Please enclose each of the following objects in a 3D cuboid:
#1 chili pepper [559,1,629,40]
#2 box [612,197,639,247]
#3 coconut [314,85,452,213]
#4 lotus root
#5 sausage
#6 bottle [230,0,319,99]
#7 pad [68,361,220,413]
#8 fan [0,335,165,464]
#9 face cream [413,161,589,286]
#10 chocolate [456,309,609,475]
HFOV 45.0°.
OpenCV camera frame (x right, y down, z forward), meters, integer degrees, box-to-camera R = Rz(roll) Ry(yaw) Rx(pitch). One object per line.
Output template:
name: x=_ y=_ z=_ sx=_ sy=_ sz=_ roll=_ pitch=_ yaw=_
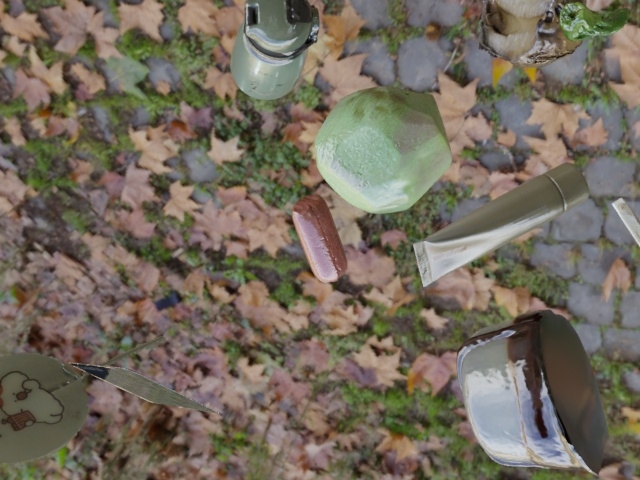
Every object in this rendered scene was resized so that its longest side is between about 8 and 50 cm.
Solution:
chili pepper: x=0.240 y=-0.191 z=0.681 sx=0.030 sy=0.091 sz=0.034 roll=33 pitch=121 yaw=42
box: x=0.562 y=0.008 z=1.329 sx=0.024 sy=0.090 sz=0.167 roll=-34 pitch=65 yaw=21
coconut: x=0.159 y=-0.231 z=1.836 sx=0.328 sy=0.328 sz=0.281 roll=-1 pitch=148 yaw=25
lotus root: x=0.265 y=-0.289 z=0.934 sx=0.078 sy=0.329 sz=0.167 roll=23 pitch=114 yaw=-8
sausage: x=0.000 y=0.000 z=1.223 sx=0.062 sy=0.062 sz=0.154 roll=-2 pitch=129 yaw=26
bottle: x=-0.100 y=-0.425 z=1.658 sx=0.168 sy=0.168 sz=0.347 roll=36 pitch=168 yaw=-5
pad: x=-0.181 y=0.149 z=0.780 sx=0.112 sy=0.003 sz=0.157 roll=34 pitch=155 yaw=-30
fan: x=-0.354 y=0.200 z=1.070 sx=0.191 sy=0.329 sz=0.009 roll=37 pitch=133 yaw=30
face cream: x=0.329 y=-0.032 z=1.425 sx=0.341 sy=0.084 sz=0.137 roll=-28 pitch=142 yaw=-5
chocolate: x=0.342 y=0.261 z=1.297 sx=0.186 sy=0.283 sz=0.283 roll=-24 pitch=113 yaw=31
